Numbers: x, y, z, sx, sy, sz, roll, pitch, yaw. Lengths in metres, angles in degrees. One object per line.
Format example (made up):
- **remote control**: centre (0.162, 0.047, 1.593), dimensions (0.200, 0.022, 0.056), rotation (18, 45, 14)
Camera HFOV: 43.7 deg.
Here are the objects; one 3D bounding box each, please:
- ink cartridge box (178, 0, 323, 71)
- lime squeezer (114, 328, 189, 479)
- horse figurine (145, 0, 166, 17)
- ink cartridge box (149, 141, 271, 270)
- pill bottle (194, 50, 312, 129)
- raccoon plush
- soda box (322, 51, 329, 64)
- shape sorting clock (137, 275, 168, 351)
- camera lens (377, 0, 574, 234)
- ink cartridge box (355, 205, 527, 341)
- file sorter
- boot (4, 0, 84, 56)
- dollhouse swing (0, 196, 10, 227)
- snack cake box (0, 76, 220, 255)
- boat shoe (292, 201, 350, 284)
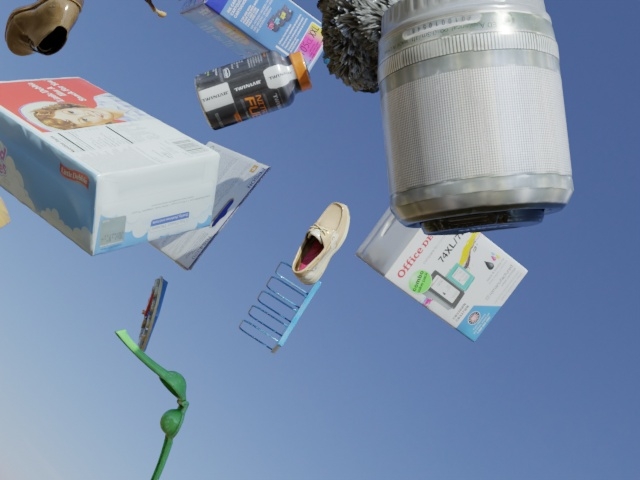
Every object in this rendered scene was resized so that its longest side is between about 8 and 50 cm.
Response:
- **ink cartridge box**: centre (-0.202, -0.598, 2.128), dimensions (0.395, 0.151, 0.270), rotation (33, -6, -24)
- **lime squeezer**: centre (-0.282, 0.301, 1.407), dimensions (0.059, 0.110, 0.310), rotation (-2, -83, 44)
- **horse figurine**: centre (-0.303, -0.542, 1.584), dimensions (0.263, 0.066, 0.174), rotation (-11, -35, 27)
- **ink cartridge box**: centre (-0.292, -0.084, 2.047), dimensions (0.330, 0.324, 0.071), rotation (28, -13, 49)
- **pill bottle**: centre (-0.144, -0.342, 1.769), dimensions (0.130, 0.246, 0.130), rotation (-18, 90, -87)
- **raccoon plush**: centre (0.135, -0.374, 1.323), dimensions (0.299, 0.216, 0.446), rotation (13, -7, 40)
- **soda box**: centre (0.114, -0.383, 1.695), dimensions (0.210, 0.071, 0.067), rotation (15, -68, -9)
- **shape sorting clock**: centre (-0.441, 0.190, 2.056), dimensions (0.040, 0.206, 0.206), rotation (18, -26, -11)
- **camera lens**: centre (0.185, -0.149, 0.975), dimensions (0.219, 0.219, 0.274), rotation (-11, -97, 58)
- **ink cartridge box**: centre (0.256, 0.046, 1.732), dimensions (0.270, 0.198, 0.197), rotation (35, 3, -21)
- **file sorter**: centre (-0.094, 0.149, 1.782), dimensions (0.104, 0.170, 0.118), rotation (32, -20, -1)
- **boot**: centre (-0.665, -0.481, 1.869), dimensions (0.112, 0.115, 0.305), rotation (21, -23, -39)
- **dollhouse swing**: centre (-0.696, -0.107, 1.210), dimensions (0.347, 0.315, 0.304), rotation (-138, -148, -76)
- **snack cake box**: centre (-0.253, -0.091, 0.853), dimensions (0.264, 0.152, 0.089), rotation (31, -58, 33)
- **boat shoe**: centre (0.000, 0.000, 1.488), dimensions (0.063, 0.170, 0.059), rotation (19, -11, 32)
